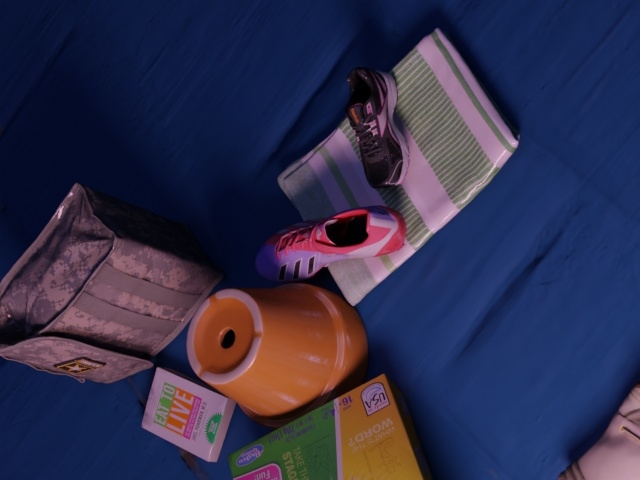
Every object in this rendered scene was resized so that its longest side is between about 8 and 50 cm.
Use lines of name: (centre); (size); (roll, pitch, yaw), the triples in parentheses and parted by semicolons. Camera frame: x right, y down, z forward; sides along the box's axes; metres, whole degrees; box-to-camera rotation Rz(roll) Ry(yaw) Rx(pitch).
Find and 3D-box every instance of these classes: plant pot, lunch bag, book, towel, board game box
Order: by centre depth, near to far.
board game box: (0.030, 0.345, 1.687); (0.242, 0.064, 0.316); (-29, 43, 8)
plant pot: (-0.072, 0.145, 1.836); (0.205, 0.188, 0.205); (-13, 68, 34)
towel: (0.102, -0.106, 1.884); (0.325, 0.038, 0.248); (-42, 56, 19)
book: (-0.191, 0.251, 1.997); (0.144, 0.035, 0.096); (18, 91, 38)
lunch bag: (-0.328, 0.091, 2.016); (0.287, 0.235, 0.169); (-50, 51, 13)

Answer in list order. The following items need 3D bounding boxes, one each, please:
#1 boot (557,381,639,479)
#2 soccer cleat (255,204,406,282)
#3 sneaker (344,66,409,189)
boot: (0.374, 0.282, 1.529); (0.165, 0.077, 0.213); (-51, 47, 12)
soccer cleat: (0.000, 0.000, 1.851); (0.248, 0.095, 0.083); (-12, 71, 34)
sneaker: (0.064, -0.153, 1.855); (0.072, 0.077, 0.178); (-25, 64, 31)
